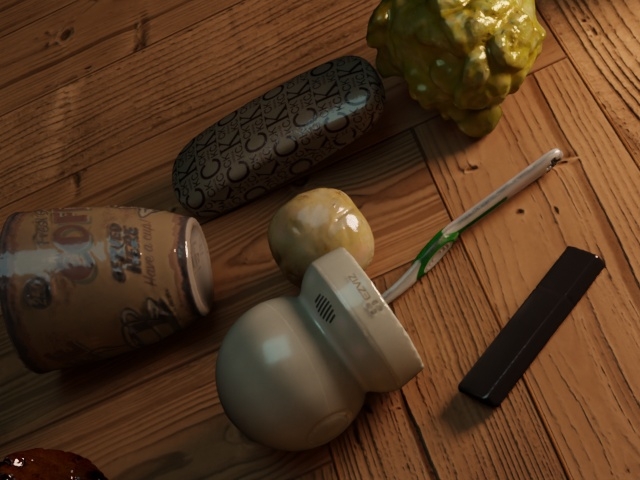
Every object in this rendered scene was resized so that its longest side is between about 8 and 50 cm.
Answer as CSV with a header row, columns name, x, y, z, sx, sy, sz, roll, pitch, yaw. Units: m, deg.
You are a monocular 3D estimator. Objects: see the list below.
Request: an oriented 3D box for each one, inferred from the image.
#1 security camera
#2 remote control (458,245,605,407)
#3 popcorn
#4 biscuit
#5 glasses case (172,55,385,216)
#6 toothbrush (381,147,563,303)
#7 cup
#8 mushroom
name,x,y,z,sx,sy,sz,roll,pitch,yaw
security camera,-0.016,0.145,1.546,0.236,0.194,0.194,-36,44,-4
remote control,0.257,0.102,1.560,0.063,0.025,0.245,20,62,43
popcorn,0.209,-0.290,1.815,0.250,0.235,0.242,54,128,36
biscuit,-0.323,0.331,1.570,0.049,0.192,0.192,-60,31,33
glasses case,-0.066,-0.155,1.899,0.354,0.085,0.137,-28,49,14
toothbrush,0.159,0.010,1.683,0.418,0.042,0.040,-36,63,-6
cup,-0.281,0.047,1.795,0.257,0.227,0.301,-7,17,5
mushroom,0.000,0.000,1.722,0.148,0.112,0.148,0,91,6
